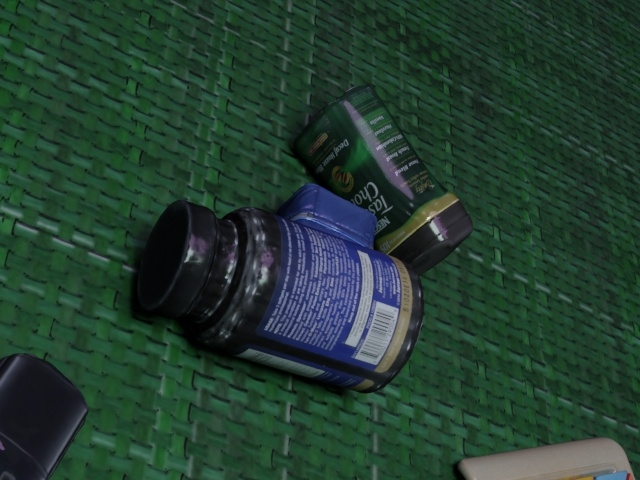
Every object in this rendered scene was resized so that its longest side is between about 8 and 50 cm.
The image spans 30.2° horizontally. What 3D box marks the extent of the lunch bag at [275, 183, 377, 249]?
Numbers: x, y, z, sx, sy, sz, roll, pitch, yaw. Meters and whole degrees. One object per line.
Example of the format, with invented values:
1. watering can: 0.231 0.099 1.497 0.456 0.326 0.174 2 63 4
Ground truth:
1. lunch bag: 0.000 0.000 1.086 0.098 0.067 0.065 25 46 -22

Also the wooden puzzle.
1. wooden puzzle: 0.247 0.295 1.083 0.221 0.044 0.238 0 60 -39

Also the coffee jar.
1. coffee jar: 0.062 -0.054 1.156 0.184 0.096 0.079 52 45 6

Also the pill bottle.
1. pill bottle: -0.033 0.044 0.985 0.219 0.123 0.122 20 49 -27

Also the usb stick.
1. usb stick: -0.238 0.185 0.771 0.077 0.045 0.278 43 42 -15
